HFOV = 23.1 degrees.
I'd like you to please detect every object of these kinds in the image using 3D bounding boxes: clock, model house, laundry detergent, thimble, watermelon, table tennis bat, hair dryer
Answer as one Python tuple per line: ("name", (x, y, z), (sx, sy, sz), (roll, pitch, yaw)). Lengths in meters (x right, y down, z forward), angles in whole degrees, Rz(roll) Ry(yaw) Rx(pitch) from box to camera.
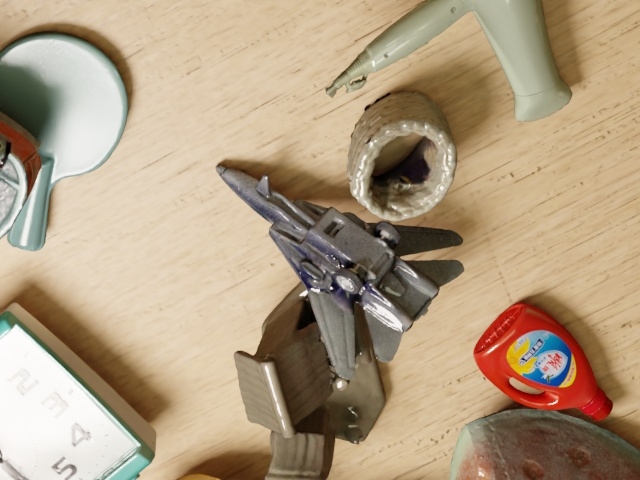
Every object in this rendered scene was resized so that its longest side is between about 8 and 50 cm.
("clock", (-0.341, 0.219, 1.702), (0.262, 0.116, 0.231), (-40, 104, 15))
("model house", (-0.015, 0.156, 1.641), (0.122, 0.188, 0.229), (-2, 115, 17))
("laundry detergent", (0.249, 0.145, 1.696), (0.165, 0.049, 0.097), (40, 103, -17))
("thimble", (0.081, -0.086, 1.569), (0.115, 0.090, 0.102), (-37, 113, 13))
("watermelon", (0.267, 0.327, 1.697), (0.318, 0.226, 0.148), (30, 135, 5))
("table tennis bat", (-0.279, -0.098, 1.592), (0.149, 0.038, 0.237), (14, 110, -4))
("hair dryer", (0.116, -0.175, 1.513), (0.237, 0.075, 0.206), (-26, 119, -8))

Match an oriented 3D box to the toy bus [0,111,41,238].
("toy bus", (-0.395, -0.107, 1.524), (0.265, 0.120, 0.121), (31, 112, -3))

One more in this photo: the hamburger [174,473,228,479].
("hamburger", (-0.119, 0.370, 1.719), (0.237, 0.147, 0.236), (12, 110, 37))

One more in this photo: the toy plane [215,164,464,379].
("toy plane", (0.003, -0.005, 1.582), (0.267, 0.212, 0.088), (40, 152, 4))
